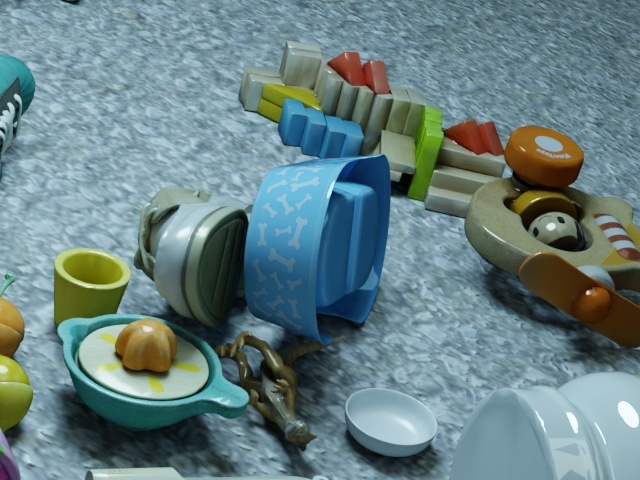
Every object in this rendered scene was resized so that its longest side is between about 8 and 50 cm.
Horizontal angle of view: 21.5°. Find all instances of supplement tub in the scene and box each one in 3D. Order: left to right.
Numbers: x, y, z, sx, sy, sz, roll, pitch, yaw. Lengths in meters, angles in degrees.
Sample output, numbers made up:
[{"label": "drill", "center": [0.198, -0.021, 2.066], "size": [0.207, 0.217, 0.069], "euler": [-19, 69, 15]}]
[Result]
[{"label": "supplement tub", "center": [0.282, 0.222, 1.255], "size": [0.331, 0.241, 0.241], "euler": [6, 29, -17]}]

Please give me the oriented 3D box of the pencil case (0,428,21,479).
[{"label": "pencil case", "center": [-0.320, 0.118, 1.267], "size": [0.124, 0.124, 0.284], "euler": [-3, 34, -31]}]

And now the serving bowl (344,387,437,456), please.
[{"label": "serving bowl", "center": [0.059, 0.164, 1.476], "size": [0.083, 0.027, 0.083], "euler": [12, 27, -6]}]

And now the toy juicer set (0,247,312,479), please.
[{"label": "toy juicer set", "center": [-0.176, 0.113, 1.388], "size": [0.209, 0.089, 0.329], "euler": [-12, 38, -41]}]

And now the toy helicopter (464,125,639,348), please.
[{"label": "toy helicopter", "center": [0.320, 0.029, 1.747], "size": [0.355, 0.140, 0.235], "euler": [19, 30, 2]}]

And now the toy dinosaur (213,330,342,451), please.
[{"label": "toy dinosaur", "center": [-0.041, 0.122, 1.493], "size": [0.112, 0.064, 0.211], "euler": [40, 20, -17]}]

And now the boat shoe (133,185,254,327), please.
[{"label": "boat shoe", "center": [-0.119, 0.010, 1.546], "size": [0.103, 0.113, 0.302], "euler": [14, 3, 6]}]

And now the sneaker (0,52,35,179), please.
[{"label": "sneaker", "center": [-0.350, -0.088, 1.665], "size": [0.121, 0.108, 0.302], "euler": [23, 37, 13]}]

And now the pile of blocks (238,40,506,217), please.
[{"label": "pile of blocks", "center": [0.060, -0.144, 1.954], "size": [0.362, 0.112, 0.149], "euler": [24, 29, 17]}]

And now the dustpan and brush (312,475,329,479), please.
[{"label": "dustpan and brush", "center": [0.013, 0.259, 1.242], "size": [0.147, 0.060, 0.211], "euler": [7, 29, -16]}]

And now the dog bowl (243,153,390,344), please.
[{"label": "dog bowl", "center": [0.000, 0.000, 1.576], "size": [0.074, 0.166, 0.297], "euler": [8, 8, 14]}]
